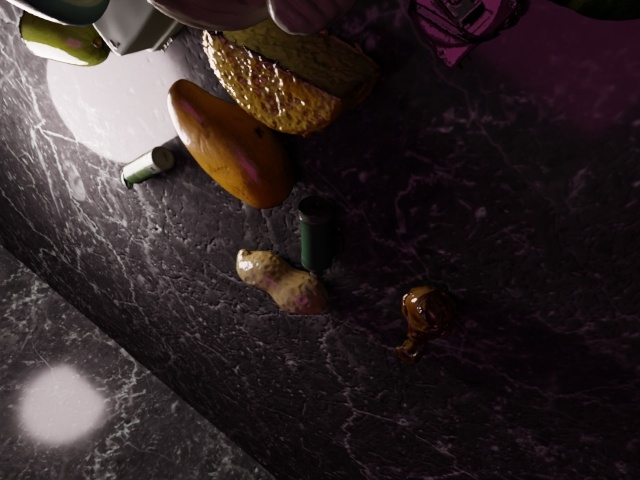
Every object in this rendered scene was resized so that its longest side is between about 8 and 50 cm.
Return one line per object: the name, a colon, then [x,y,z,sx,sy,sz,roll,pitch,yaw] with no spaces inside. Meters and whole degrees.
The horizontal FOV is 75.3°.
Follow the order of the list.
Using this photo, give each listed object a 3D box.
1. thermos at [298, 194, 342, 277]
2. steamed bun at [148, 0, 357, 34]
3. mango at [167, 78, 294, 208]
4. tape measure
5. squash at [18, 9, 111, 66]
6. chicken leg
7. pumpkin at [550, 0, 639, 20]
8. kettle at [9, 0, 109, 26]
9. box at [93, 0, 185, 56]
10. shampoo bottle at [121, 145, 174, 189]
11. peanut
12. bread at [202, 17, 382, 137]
thermos: [-0.005,-0.001,0.883,0.073,0.083,0.188,39,144,36]
steamed bun: [-0.072,-0.418,0.434,0.342,0.255,0.368,17,126,-35]
mango: [-0.170,-0.185,0.814,0.295,0.120,0.177,48,145,-4]
tape measure: [0.176,-0.290,0.506,0.125,0.074,0.118,44,137,-6]
squash: [-0.520,-0.430,0.872,0.186,0.123,0.123,18,133,19]
chicken leg: [0.211,0.185,0.871,0.107,0.087,0.251,42,148,27]
pumpkin: [0.281,-0.329,0.308,0.300,0.207,0.300,20,146,14]
kettle: [-0.339,-0.409,0.441,0.247,0.342,0.319,-3,111,4]
box: [-0.297,-0.421,0.703,0.210,0.129,0.148,-19,112,43]
shampoo bottle: [-0.451,-0.182,1.059,0.204,0.065,0.065,-11,117,41]
peanut: [-0.099,0.099,1.003,0.263,0.101,0.117,30,116,13]
bread: [-0.049,-0.252,0.645,0.260,0.160,0.147,28,142,6]
